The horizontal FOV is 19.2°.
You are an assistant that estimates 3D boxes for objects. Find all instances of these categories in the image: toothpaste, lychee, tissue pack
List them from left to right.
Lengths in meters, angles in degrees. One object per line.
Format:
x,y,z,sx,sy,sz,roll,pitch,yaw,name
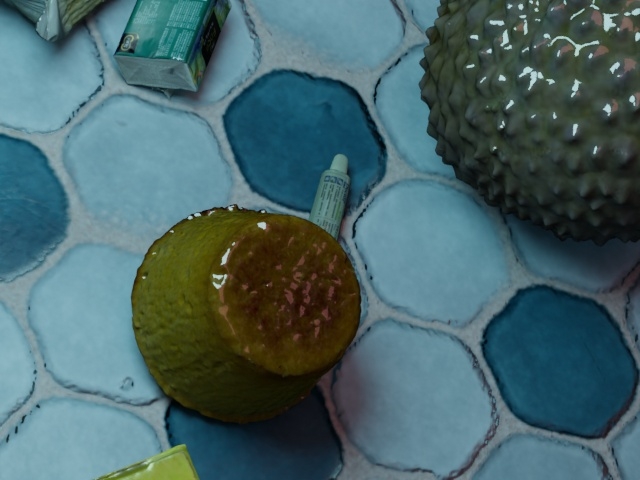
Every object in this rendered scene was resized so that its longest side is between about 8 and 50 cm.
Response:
-0.147,-0.206,1.920,0.085,0.079,0.111,7,59,19,tissue pack
0.000,0.000,1.902,0.048,0.029,0.197,18,66,-9,toothpaste
0.291,-0.192,1.900,0.380,0.432,0.380,7,28,-4,lychee

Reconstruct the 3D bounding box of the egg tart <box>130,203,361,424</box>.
-0.058,0.063,1.771,0.215,0.171,0.215,4,80,-25,egg tart

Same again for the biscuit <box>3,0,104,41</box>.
-0.236,-0.326,1.925,0.186,0.079,0.309,37,61,19,biscuit

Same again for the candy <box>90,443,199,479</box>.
-0.189,0.269,1.571,0.146,0.276,0.088,-18,73,-27,candy
